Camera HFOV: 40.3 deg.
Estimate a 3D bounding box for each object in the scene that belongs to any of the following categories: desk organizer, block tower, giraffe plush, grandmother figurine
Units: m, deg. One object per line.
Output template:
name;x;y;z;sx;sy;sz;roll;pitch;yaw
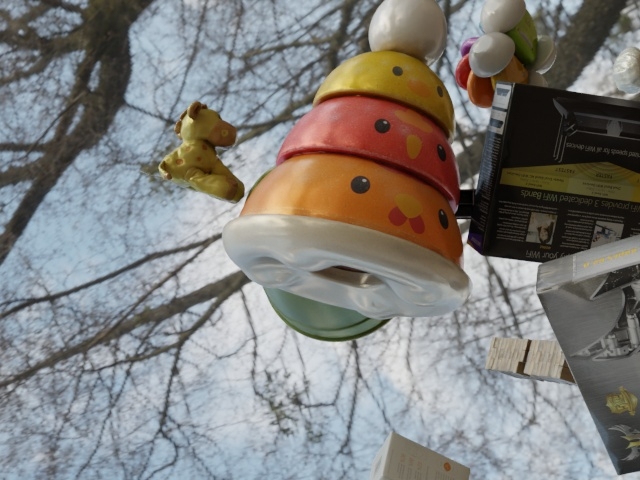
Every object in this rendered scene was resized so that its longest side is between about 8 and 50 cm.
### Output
desk organizer;0.226;-0.059;1.409;0.050;0.130;0.047;24;-114;-80
block tower;0.536;0.296;2.143;0.097;0.335;0.091;20;-100;-18
giraffe plush;-0.233;-0.183;1.740;0.210;0.181;0.171;19;-91;-21
grandmother figurine;0.715;-0.363;1.746;0.342;0.104;0.208;-16;-108;-28

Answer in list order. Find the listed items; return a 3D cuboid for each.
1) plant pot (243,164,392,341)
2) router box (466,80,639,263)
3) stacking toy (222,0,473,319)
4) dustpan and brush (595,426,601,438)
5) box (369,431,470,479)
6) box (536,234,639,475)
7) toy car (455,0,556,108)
plant pot;0.000;0.000;1.827;0.353;0.366;0.367;51;-150;-68
router box;0.384;-0.085;1.242;0.308;0.081;0.243;8;-79;-9
stacking toy;0.077;-0.150;1.248;0.350;0.350;0.480;24;-108;-36
dustpan and brush;0.491;0.295;1.229;0.147;0.211;0.060;-1;-94;-2
box;0.181;0.460;1.626;0.170;0.091;0.130;26;-151;0
box;0.328;0.102;0.814;0.231;0.183;0.056;62;-155;-20
toy car;0.284;-0.292;1.401;0.159;0.136;0.182;37;-119;-37
